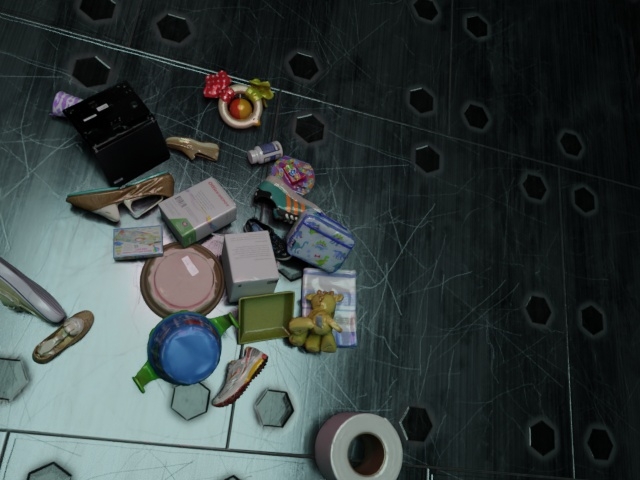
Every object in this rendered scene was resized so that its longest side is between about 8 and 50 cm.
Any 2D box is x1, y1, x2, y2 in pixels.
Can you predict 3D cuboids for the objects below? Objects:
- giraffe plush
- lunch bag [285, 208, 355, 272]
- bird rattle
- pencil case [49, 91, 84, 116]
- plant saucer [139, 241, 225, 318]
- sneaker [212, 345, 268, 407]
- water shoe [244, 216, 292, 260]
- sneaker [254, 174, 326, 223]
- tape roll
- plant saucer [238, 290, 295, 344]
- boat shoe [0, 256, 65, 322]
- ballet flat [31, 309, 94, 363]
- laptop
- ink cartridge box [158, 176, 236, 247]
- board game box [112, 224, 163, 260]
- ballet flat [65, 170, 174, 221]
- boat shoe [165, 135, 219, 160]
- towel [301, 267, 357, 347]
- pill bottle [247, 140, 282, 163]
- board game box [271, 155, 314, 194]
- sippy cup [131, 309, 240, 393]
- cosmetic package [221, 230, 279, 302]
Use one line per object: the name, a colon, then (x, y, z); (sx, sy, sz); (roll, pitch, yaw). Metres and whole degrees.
giraffe plush: (-0.004, 0.253, 1.754); (0.181, 0.210, 0.170); (20, 43, -4)
lunch bag: (0.000, 0.000, 1.826); (0.219, 0.090, 0.176); (29, 110, -18)
bird rattle: (-0.304, -0.519, 1.927); (0.253, 0.143, 0.207); (-1, 91, -16)
pencil case: (-0.793, -0.427, 1.757); (0.206, 0.086, 0.088); (21, 105, -11)
plant saucer: (-0.453, 0.131, 1.724); (0.278, 0.041, 0.278); (5, 72, -16)
sneaker: (-0.269, 0.441, 1.680); (0.092, 0.088, 0.225); (34, 65, 16)
water shoe: (-0.181, -0.003, 1.832); (0.203, 0.080, 0.073); (36, 67, -6)
sneaker: (-0.105, -0.101, 1.880); (0.302, 0.108, 0.121); (36, 68, 2)
tape roll: (0.119, 0.682, 1.680); (0.246, 0.169, 0.246); (6, 72, -17)
plant saucer: (-0.185, 0.246, 1.733); (0.188, 0.045, 0.188); (-6, 120, -20)
boat shoe: (-0.897, 0.158, 1.544); (0.302, 0.109, 0.094); (38, 81, 5)
ballet flat: (-0.767, 0.287, 1.555); (0.073, 0.067, 0.206); (43, 66, -2)
laptop: (-0.673, -0.353, 1.742); (0.234, 0.136, 0.264); (-37, 88, -25)
ink cartridge box: (-0.411, -0.097, 1.758); (0.212, 0.093, 0.154); (-33, 70, -23)
board game box: (-0.594, 0.007, 1.698); (0.154, 0.026, 0.103); (-5, 65, -10)
ballet flat: (-0.643, -0.133, 1.715); (0.342, 0.116, 0.124); (-19, 100, -26)
boat shoe: (-0.455, -0.321, 1.848); (0.190, 0.068, 0.072); (7, 84, -17)
towel: (0.035, 0.238, 1.860); (0.209, 0.034, 0.285); (6, 73, -16)
pill bottle: (-0.206, -0.323, 1.927); (0.120, 0.067, 0.067); (-21, 82, -23)
board game box: (-0.097, -0.253, 1.962); (0.168, 0.033, 0.133); (18, 69, -13)
sippy cup: (-0.399, 0.332, 1.561); (0.240, 0.224, 0.305); (24, 78, -15)
cosmetic package: (-0.237, 0.087, 1.727); (0.151, 0.151, 0.184); (-5, 61, -19)
